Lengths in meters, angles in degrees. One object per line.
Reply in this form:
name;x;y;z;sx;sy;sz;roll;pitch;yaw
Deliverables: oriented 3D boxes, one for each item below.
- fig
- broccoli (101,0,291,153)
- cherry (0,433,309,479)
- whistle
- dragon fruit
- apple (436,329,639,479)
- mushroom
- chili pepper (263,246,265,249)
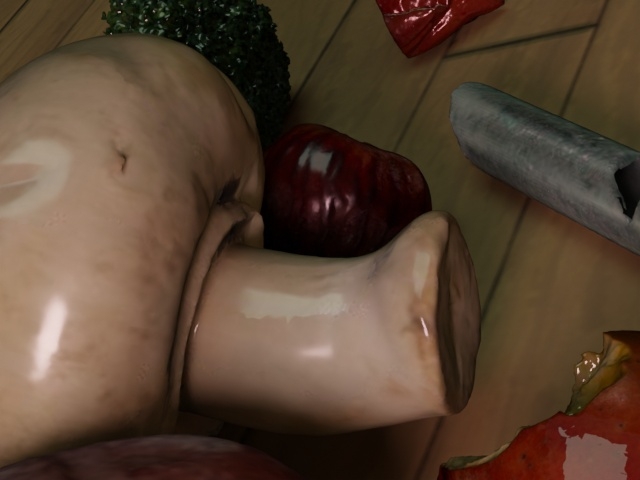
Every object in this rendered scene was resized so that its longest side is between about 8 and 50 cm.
fig;0.000;-0.016;1.046;0.150;0.128;0.128;-36;30;-14
broccoli;-0.125;-0.130;1.289;0.194;0.194;0.219;0;8;41
cherry;-0.093;0.205;0.709;0.307;0.221;0.261;-25;29;-31
whistle;0.175;-0.041;0.997;0.062;0.062;0.312;-36;30;-11
dragon fruit;0.081;-0.268;1.298;0.092;0.192;0.122;-22;16;26
apple;0.149;0.119;0.691;0.158;0.156;0.147;-26;42;-22
mushroom;-0.116;0.022;0.893;0.356;0.315;0.315;-28;23;47
chili pepper;-0.064;-0.001;1.145;0.216;0.062;0.108;-38;37;-15
